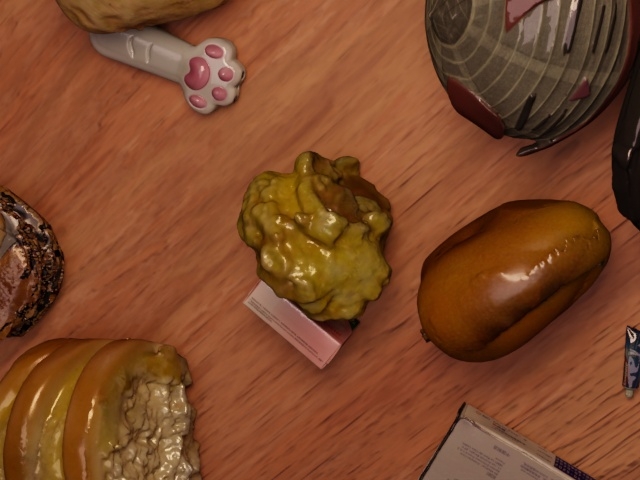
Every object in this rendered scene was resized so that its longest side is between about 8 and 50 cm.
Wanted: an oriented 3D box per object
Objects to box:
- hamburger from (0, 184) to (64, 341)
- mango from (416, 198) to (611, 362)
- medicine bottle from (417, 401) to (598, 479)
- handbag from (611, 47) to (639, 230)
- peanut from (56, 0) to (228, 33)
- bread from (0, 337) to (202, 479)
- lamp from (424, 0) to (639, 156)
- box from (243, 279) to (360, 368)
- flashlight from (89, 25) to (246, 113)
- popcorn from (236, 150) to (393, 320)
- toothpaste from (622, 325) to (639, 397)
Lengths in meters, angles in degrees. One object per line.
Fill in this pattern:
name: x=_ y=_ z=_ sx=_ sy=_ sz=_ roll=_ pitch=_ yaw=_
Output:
hamburger: x=-0.444 y=0.030 z=1.477 sx=0.231 sy=0.107 sz=0.231 roll=3 pitch=101 yaw=18
mango: x=0.207 y=0.044 z=1.247 sx=0.236 sy=0.166 sz=0.136 roll=-39 pitch=95 yaw=23
medicine bottle: x=0.215 y=0.315 z=1.375 sx=0.201 sy=0.052 sz=0.171 roll=29 pitch=111 yaw=7
handbag: x=0.398 y=-0.130 z=1.105 sx=0.093 sy=0.254 sz=0.308 roll=37 pitch=121 yaw=51
peanut: x=-0.137 y=-0.356 z=1.243 sx=0.387 sy=0.169 sz=0.192 roll=-32 pitch=99 yaw=22
bread: x=-0.298 y=0.278 z=1.441 sx=0.270 sy=0.211 sz=0.315 roll=0 pitch=102 yaw=18
lamp: x=0.209 y=-0.225 z=1.132 sx=0.233 sy=0.233 sz=0.265 roll=20 pitch=124 yaw=11
box: x=-0.022 y=0.087 z=1.367 sx=0.125 sy=0.089 sz=0.043 roll=39 pitch=112 yaw=3
flashlight: x=-0.186 y=-0.220 z=1.359 sx=0.200 sy=0.047 sz=0.093 roll=25 pitch=111 yaw=9
popcorn: x=0.002 y=-0.003 z=1.288 sx=0.156 sy=0.197 sz=0.197 roll=-30 pitch=94 yaw=22
toothpaste: x=0.355 y=0.139 z=1.302 sx=0.027 sy=0.019 sz=0.083 roll=15 pitch=109 yaw=38
